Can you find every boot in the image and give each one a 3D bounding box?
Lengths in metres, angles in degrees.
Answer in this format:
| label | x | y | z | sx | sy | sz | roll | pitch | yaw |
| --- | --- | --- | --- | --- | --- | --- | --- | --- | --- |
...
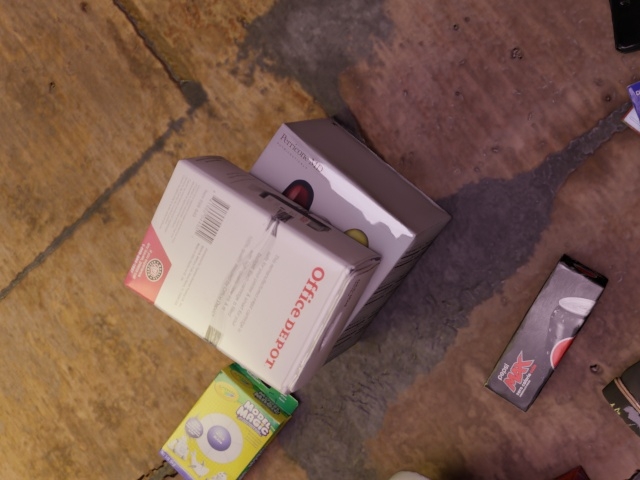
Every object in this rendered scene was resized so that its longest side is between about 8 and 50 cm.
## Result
| label | x | y | z | sx | sy | sz | roll | pitch | yaw |
| --- | --- | --- | --- | --- | --- | --- | --- | --- | --- |
| boot | 0.415 | 0.187 | 1.074 | 0.198 | 0.077 | 0.137 | 45 | 106 | 8 |

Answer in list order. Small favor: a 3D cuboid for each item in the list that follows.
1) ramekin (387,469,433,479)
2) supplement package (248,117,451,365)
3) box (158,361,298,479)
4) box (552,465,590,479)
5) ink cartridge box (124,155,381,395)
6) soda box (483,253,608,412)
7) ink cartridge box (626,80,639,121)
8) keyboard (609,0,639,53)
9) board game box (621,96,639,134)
| label | x | y | z | sx | sy | sz | roll | pitch | yaw |
| --- | --- | --- | --- | --- | --- | --- | --- | --- | --- |
| ramekin | 0.113 | 0.400 | 1.103 | 0.135 | 0.277 | 0.277 | -30 | 85 | -21 |
| supplement package | 0.000 | 0.000 | 1.163 | 0.194 | 0.149 | 0.203 | 40 | 111 | 12 |
| box | -0.116 | 0.238 | 1.302 | 0.105 | 0.043 | 0.179 | 41 | 108 | 11 |
| box | 0.293 | 0.399 | 1.122 | 0.128 | 0.123 | 0.257 | -35 | 85 | 22 |
| ink cartridge box | -0.070 | 0.032 | 1.064 | 0.218 | 0.092 | 0.158 | 33 | 109 | 17 |
| soda box | 0.249 | 0.103 | 1.133 | 0.060 | 0.053 | 0.169 | 32 | 108 | 14 |
| ink cartridge box | 0.438 | -0.015 | 0.985 | 0.176 | 0.069 | 0.370 | -21 | 80 | 22 |
| keyboard | 0.388 | -0.253 | 1.031 | 0.192 | 0.038 | 0.100 | -9 | 82 | 33 |
| board game box | 0.463 | -0.093 | 1.034 | 0.281 | 0.027 | 0.145 | 41 | 111 | 12 |
